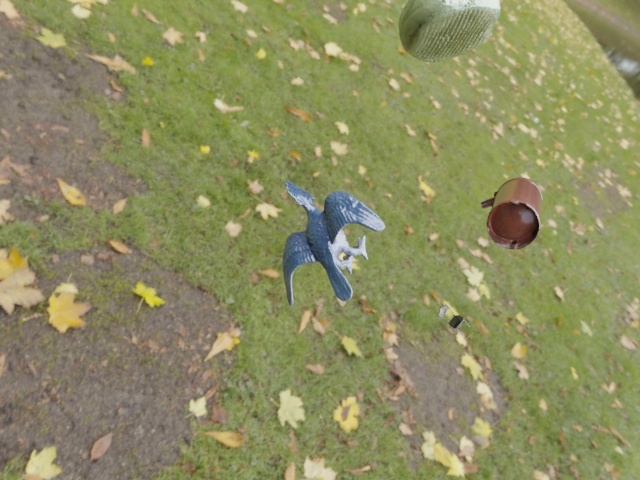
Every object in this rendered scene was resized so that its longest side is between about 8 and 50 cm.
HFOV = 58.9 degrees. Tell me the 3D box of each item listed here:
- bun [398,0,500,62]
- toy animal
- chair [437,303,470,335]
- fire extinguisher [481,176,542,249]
[{"bbox_3d":[0.257,-0.460,1.164,0.221,0.221,0.109,-1,74,-42],"label":"bun"},{"bbox_3d":[0.000,0.000,1.046,0.176,0.239,0.256,28,30,-26],"label":"toy animal"},{"bbox_3d":[0.338,0.201,1.430,0.086,0.037,0.042,45,-10,-22],"label":"chair"},{"bbox_3d":[0.430,-0.075,1.300,0.337,0.147,0.107,-39,113,-63],"label":"fire extinguisher"}]
